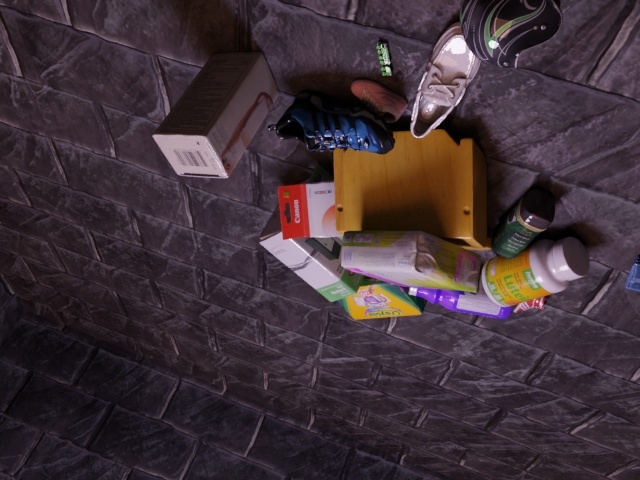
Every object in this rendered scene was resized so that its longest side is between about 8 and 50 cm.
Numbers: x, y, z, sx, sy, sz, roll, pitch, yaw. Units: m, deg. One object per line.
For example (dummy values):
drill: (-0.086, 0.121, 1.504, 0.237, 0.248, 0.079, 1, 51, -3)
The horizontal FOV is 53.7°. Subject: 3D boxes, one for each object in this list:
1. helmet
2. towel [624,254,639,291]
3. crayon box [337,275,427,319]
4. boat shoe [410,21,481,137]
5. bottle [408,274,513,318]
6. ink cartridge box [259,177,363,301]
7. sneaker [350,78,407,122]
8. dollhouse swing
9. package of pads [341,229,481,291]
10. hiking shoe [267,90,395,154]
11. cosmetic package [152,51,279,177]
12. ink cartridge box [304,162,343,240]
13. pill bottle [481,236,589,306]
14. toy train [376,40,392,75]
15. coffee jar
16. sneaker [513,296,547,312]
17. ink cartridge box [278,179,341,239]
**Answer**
helmet: (0.320, -0.387, 1.088, 0.161, 0.169, 0.169, -31, 119, 34)
towel: (0.793, 0.086, 1.549, 0.067, 0.029, 0.119, 11, 144, 19)
crayon box: (0.179, 0.165, 2.008, 0.278, 0.081, 0.165, -12, 132, 42)
boat shoe: (0.252, -0.312, 1.291, 0.098, 0.096, 0.277, 23, 146, 4)
bottle: (0.392, 0.142, 1.771, 0.282, 0.118, 0.092, 10, 130, 5)
ink cartridge box: (0.000, 0.000, 1.780, 0.289, 0.211, 0.121, 40, 144, -22)
sneaker: (0.122, -0.307, 1.408, 0.134, 0.070, 0.051, 25, 149, 2)
dollhouse swing: (0.259, -0.115, 1.594, 0.346, 0.305, 0.315, 3, 99, 31)
package of pads: (0.224, 0.053, 1.503, 0.229, 0.101, 0.296, 1, 168, 43)
hiking shoe: (0.030, -0.239, 1.442, 0.304, 0.132, 0.113, 24, 152, 36)
cosmetic package: (-0.231, -0.292, 1.454, 0.153, 0.296, 0.129, 7, 143, 28)
ink cartridge box: (0.034, -0.098, 1.716, 0.209, 0.109, 0.062, 39, 143, -20)
pill bottle: (0.543, 0.076, 1.600, 0.136, 0.136, 0.245, 37, 145, -18)
toy train: (0.137, -0.385, 1.340, 0.023, 0.017, 0.083, 0, 140, 18)
coffee jar: (0.486, -0.039, 1.516, 0.079, 0.096, 0.184, 23, 147, -2)
sneaker: (0.596, 0.180, 1.793, 0.067, 0.042, 0.118, 25, 145, 7)
ink cartridge box: (-0.012, -0.078, 1.625, 0.045, 0.179, 0.145, -150, 53, -69)
